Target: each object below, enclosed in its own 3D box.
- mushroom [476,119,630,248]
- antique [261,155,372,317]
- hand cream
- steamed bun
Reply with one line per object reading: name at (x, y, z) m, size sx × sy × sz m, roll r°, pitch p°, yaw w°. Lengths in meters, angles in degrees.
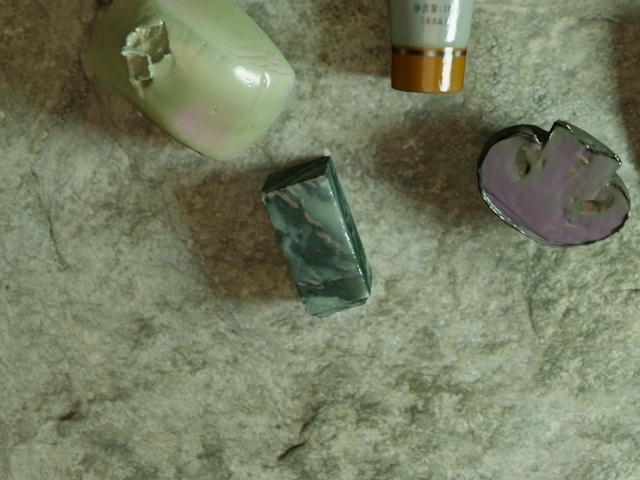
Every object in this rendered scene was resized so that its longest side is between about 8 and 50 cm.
mushroom at (0.271, -0.076, 1.529) m, size 0.188 × 0.117 × 0.141 m, roll 28°, pitch 107°, yaw -13°
antique at (0.000, 0.000, 1.593) m, size 0.086 × 0.088 × 0.183 m, roll -17°, pitch 108°, yaw 11°
hand cream at (0.136, -0.328, 1.476) m, size 0.139 × 0.089 × 0.314 m, roll -1°, pitch 102°, yaw 2°
steamed bun at (-0.155, -0.201, 1.500) m, size 0.238 × 0.152 × 0.170 m, roll 37°, pitch 109°, yaw -6°
